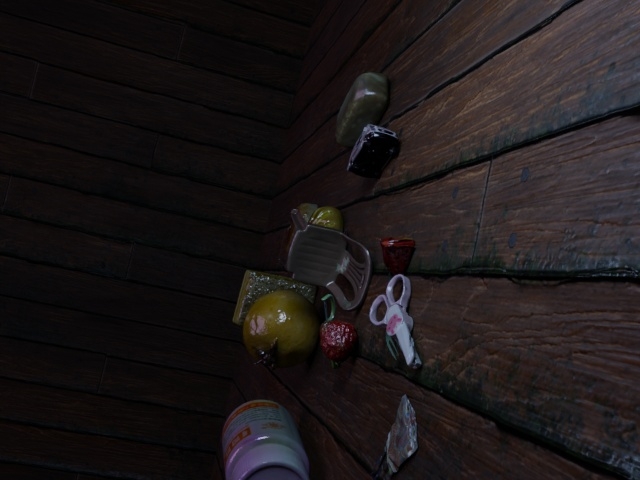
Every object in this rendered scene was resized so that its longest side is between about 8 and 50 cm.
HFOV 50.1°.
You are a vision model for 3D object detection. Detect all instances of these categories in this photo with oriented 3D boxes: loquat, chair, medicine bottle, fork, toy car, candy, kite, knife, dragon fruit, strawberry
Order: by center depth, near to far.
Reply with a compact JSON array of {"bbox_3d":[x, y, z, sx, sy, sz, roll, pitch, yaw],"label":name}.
[{"bbox_3d":[0.127,0.399,1.254,0.127,0.016,0.229,-93,20,-62],"label":"kite"},{"bbox_3d":[0.144,0.148,1.431,0.235,0.021,0.039,-91,22,-49],"label":"fork"},{"bbox_3d":[0.145,0.022,1.455,0.131,0.063,0.097,-117,42,-72],"label":"dragon fruit"},{"bbox_3d":[0.040,0.236,1.630,0.106,0.106,0.106,-167,90,-78],"label":"strawberry"},{"bbox_3d":[0.031,0.226,1.704,0.054,0.015,0.212,-38,-52,-50],"label":"knife"},{"bbox_3d":[0.136,-0.240,1.727,0.209,0.089,0.108,123,162,-66],"label":"toy car"},{"bbox_3d":[0.008,0.049,1.779,0.326,0.183,0.175,-121,45,-74],"label":"chair"},{"bbox_3d":[-0.145,0.588,1.811,0.388,0.219,0.219,-139,63,-76],"label":"medicine bottle"},{"bbox_3d":[0.116,-0.365,1.919,0.234,0.102,0.104,118,162,-54],"label":"candy"},{"bbox_3d":[-0.117,0.267,2.022,0.244,0.244,0.244,-167,90,-78],"label":"loquat"}]

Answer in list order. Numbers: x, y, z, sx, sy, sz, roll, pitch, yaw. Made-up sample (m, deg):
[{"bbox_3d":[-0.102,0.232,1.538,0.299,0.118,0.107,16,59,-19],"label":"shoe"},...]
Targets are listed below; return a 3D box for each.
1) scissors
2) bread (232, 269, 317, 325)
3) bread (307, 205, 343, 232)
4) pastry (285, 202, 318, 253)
[{"bbox_3d":[0.151,0.165,1.323,0.118,0.030,0.242,-54,24,21],"label":"scissors"},{"bbox_3d":[-0.145,0.202,2.185,0.110,0.234,0.184,-159,83,-76],"label":"bread"},{"bbox_3d":[0.000,0.000,2.062,0.213,0.105,0.213,-167,90,-75],"label":"bread"},{"bbox_3d":[-0.064,-0.037,2.414,0.182,0.093,0.192,-93,19,-60],"label":"pastry"}]
